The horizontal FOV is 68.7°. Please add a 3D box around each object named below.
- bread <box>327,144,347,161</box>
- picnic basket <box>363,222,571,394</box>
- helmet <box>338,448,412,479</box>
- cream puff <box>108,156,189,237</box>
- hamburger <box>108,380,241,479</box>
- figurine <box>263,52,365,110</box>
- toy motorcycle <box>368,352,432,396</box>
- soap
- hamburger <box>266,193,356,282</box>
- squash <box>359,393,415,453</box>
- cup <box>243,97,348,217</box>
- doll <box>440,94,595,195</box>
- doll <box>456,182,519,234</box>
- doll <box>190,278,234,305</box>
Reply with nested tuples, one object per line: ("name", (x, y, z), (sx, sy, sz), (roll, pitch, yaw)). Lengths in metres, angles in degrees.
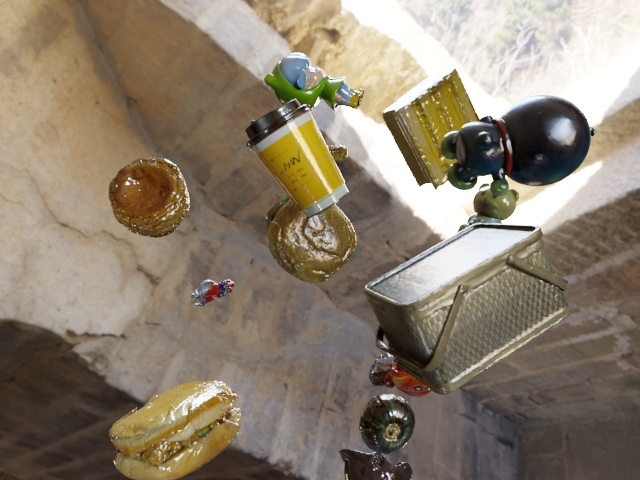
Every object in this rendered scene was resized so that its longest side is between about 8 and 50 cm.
("bread", (0.033, -0.246, 1.314), (0.033, 0.088, 0.049), (95, 175, -74))
("picnic basket", (0.210, 0.089, 0.701), (0.267, 0.139, 0.165), (-27, 11, -13))
("helmet", (0.204, 0.942, 1.822), (0.225, 0.306, 0.177), (108, 177, -55))
("cream puff", (-0.387, -0.085, 1.105), (0.183, 0.183, 0.169), (-59, -9, -18))
("hamburger", (-0.366, 0.476, 1.199), (0.284, 0.174, 0.304), (-9, -1, 29))
("figurine", (-0.016, -0.414, 1.273), (0.162, 0.263, 0.143), (-68, -6, -54))
("toy motorcycle", (0.223, 0.205, 0.927), (0.298, 0.089, 0.171), (-42, 12, 3))
("soap", (0.415, -0.388, 1.660), (0.293, 0.335, 0.156), (-39, 23, -11))
("hamburger", (-0.031, -0.016, 1.451), (0.265, 0.285, 0.134), (-46, 16, -8))
("squash", (0.222, 0.614, 1.573), (0.193, 0.193, 0.156), (-60, 1, -20))
("cup", (-0.054, -0.206, 1.189), (0.196, 0.279, 0.196), (-33, 10, 7))
("doll", (0.443, -0.209, 1.033), (0.322, 0.198, 0.186), (-15, -9, 0))
("doll", (0.701, -0.105, 1.940), (0.177, 0.162, 0.260), (22, 95, 45))
("doll", (-0.407, 0.189, 1.761), (0.195, 0.062, 0.104), (-10, -33, -52))
